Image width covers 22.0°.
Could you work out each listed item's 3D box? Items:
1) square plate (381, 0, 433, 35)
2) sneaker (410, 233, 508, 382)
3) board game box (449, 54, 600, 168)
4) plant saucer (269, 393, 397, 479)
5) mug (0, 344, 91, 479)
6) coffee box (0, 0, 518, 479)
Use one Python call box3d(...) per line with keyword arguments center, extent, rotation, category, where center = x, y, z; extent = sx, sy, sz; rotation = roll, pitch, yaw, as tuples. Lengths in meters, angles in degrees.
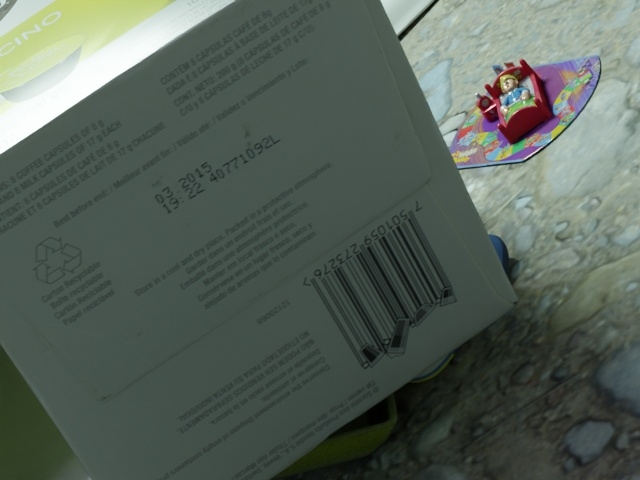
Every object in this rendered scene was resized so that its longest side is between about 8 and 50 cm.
box3d(center=(0.086, -0.353, 1.997), extent=(0.344, 0.049, 0.347), rotation=(-46, 24, -6), category="square plate")
box3d(center=(0.099, 0.044, 1.316), extent=(0.144, 0.059, 0.053), rotation=(-54, 24, -23), category="sneaker")
box3d(center=(0.175, -0.127, 1.509), extent=(0.168, 0.033, 0.133), rotation=(-4, 45, 56), category="board game box")
box3d(center=(-0.032, 0.134, 1.330), extent=(0.188, 0.045, 0.188), rotation=(-15, 28, 4), category="plant saucer")
box3d(center=(-0.327, 0.118, 1.657), extent=(0.374, 0.276, 0.328), rotation=(-22, 6, -33), category="mug")
box3d(center=(-0.114, -0.050, 1.246), extent=(0.337, 0.338, 0.334), rotation=(-33, 33, -7), category="coffee box")
